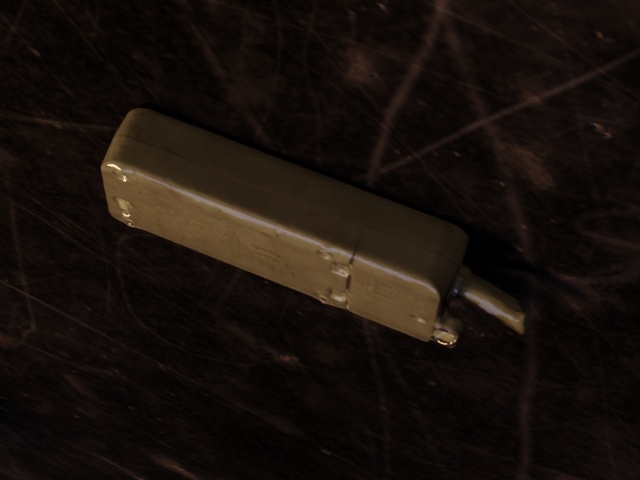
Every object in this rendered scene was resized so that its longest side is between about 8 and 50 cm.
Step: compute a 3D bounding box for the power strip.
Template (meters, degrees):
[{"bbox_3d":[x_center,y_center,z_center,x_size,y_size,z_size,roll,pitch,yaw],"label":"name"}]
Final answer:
[{"bbox_3d":[0.000,0.000,1.141,0.288,0.053,0.093,21,155,7],"label":"power strip"}]
